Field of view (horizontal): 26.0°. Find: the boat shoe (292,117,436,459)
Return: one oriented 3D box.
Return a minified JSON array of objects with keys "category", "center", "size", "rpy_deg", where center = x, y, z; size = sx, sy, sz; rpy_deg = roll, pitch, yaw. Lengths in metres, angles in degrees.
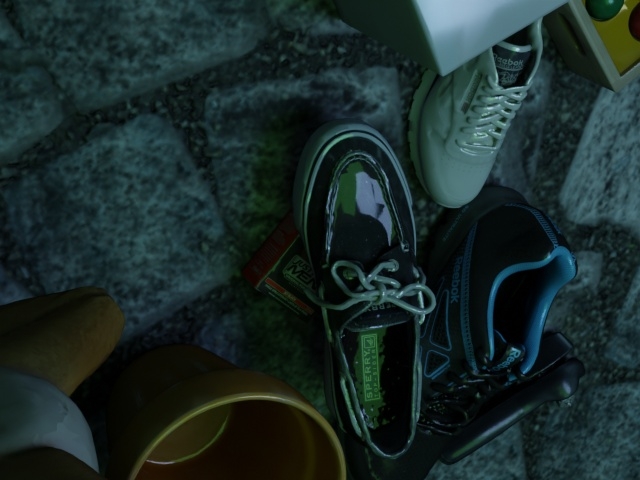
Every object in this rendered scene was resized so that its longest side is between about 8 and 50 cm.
[{"category":"boat shoe","center":[0.041,0.047,1.235],"size":[0.113,0.105,0.306],"rpy_deg":[-4,106,-14]}]

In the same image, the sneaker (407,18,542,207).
[{"category":"sneaker","center":[0.148,-0.135,1.277],"size":[0.090,0.095,0.235],"rpy_deg":[1,112,-26]}]

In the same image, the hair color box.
[{"category":"hair color box","center":[0.000,0.000,1.294],"size":[0.072,0.043,0.141],"rpy_deg":[37,92,-30]}]

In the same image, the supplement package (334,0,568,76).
[{"category":"supplement package","center":[0.131,-0.303,1.138],"size":[0.263,0.198,0.199],"rpy_deg":[-31,121,-10]}]

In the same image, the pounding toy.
[{"category":"pounding toy","center":[0.324,-0.237,1.314],"size":[0.206,0.094,0.181],"rpy_deg":[-39,121,-5]}]

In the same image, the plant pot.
[{"category":"plant pot","center":[-0.108,0.188,1.238],"size":[0.205,0.188,0.205],"rpy_deg":[-9,114,-22]}]

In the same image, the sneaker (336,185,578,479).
[{"category":"sneaker","center":[0.126,0.116,1.343],"size":[0.125,0.139,0.340],"rpy_deg":[17,104,-31]}]

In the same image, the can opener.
[{"category":"can opener","center":[0.201,0.177,1.460],"size":[0.186,0.073,0.059],"rpy_deg":[-39,160,-2]}]

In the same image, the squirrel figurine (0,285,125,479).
[{"category":"squirrel figurine","center":[-0.281,0.286,1.010],"size":[0.397,0.281,0.370],"rpy_deg":[-12,123,-13]}]
